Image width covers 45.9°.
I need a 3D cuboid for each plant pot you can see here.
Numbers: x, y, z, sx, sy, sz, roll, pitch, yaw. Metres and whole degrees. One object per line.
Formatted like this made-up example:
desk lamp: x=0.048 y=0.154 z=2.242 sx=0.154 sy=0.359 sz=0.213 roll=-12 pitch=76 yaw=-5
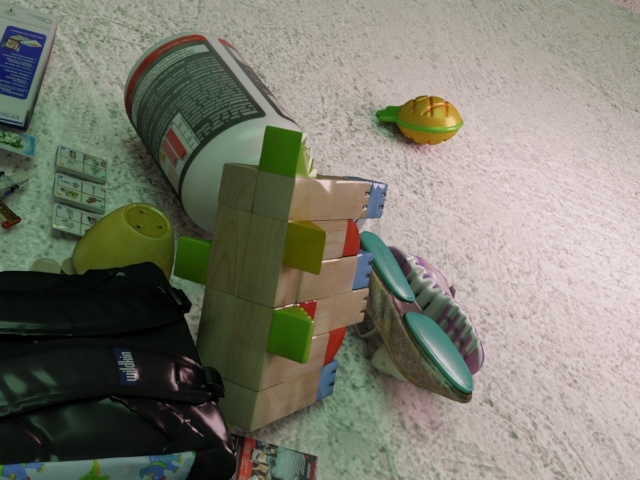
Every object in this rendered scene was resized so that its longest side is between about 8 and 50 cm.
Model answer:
plant pot: x=-0.249 y=0.005 z=1.009 sx=0.134 sy=0.095 sz=0.134 roll=25 pitch=33 yaw=-17

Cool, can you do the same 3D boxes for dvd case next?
dvd case: x=-0.062 y=0.282 z=0.900 sx=0.120 sy=0.013 sz=0.087 roll=17 pitch=40 yaw=-11

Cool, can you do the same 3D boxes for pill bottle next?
pill bottle: x=-0.138 y=-0.136 z=1.136 sx=0.210 sy=0.210 sz=0.363 roll=-7 pitch=46 yaw=-35

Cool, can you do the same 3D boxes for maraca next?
maraca: x=0.207 y=-0.255 z=1.575 sx=0.186 sy=0.099 sz=0.127 roll=18 pitch=29 yaw=31

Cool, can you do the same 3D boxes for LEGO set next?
LEGO set: x=-0.427 y=-0.080 z=1.070 sx=0.244 sy=0.060 sz=0.182 roll=18 pitch=39 yaw=-30

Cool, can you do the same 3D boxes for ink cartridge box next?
ink cartridge box: x=-0.526 y=-0.273 z=1.195 sx=0.165 sy=0.065 sz=0.332 roll=13 pitch=40 yaw=-18

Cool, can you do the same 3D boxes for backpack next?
backpack: x=-0.308 y=0.160 z=0.731 sx=0.356 sy=0.273 sz=0.290 roll=14 pitch=39 yaw=-51

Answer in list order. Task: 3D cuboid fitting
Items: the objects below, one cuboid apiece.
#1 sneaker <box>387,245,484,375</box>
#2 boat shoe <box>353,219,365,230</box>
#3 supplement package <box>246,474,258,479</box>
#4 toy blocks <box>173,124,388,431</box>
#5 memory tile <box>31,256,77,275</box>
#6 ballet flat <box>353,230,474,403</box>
sneaker: x=0.181 y=0.104 z=1.179 sx=0.105 sy=0.095 sz=0.236 roll=2 pitch=46 yaw=-55
boat shoe: x=0.000 y=0.000 z=1.206 sx=0.076 sy=0.083 sz=0.226 roll=12 pitch=34 yaw=24
supplement package: x=-0.104 y=0.365 z=0.677 sx=0.194 sy=0.149 sz=0.203 roll=-15 pitch=55 yaw=-40
toy blocks: x=-0.028 y=0.058 z=0.948 sx=0.191 sy=0.381 sz=0.261 roll=15 pitch=9 yaw=28
memory tile: x=-0.306 y=0.078 z=0.980 sx=0.113 sy=0.012 sz=0.148 roll=-3 pitch=48 yaw=-32
ballet flat: x=0.108 y=0.126 z=1.093 sx=0.108 sy=0.106 sz=0.316 roll=20 pitch=32 yaw=-44
